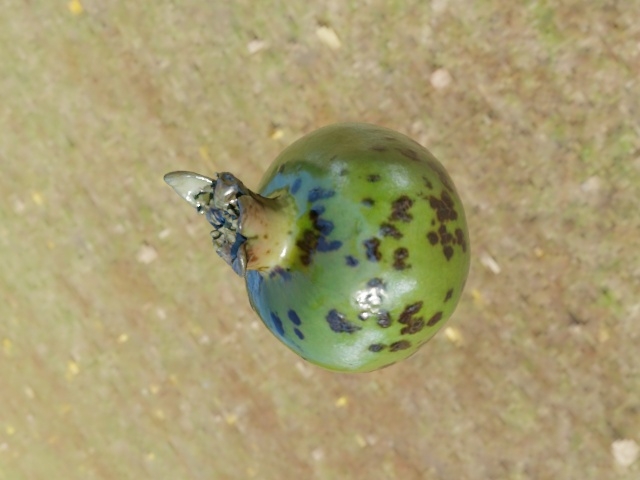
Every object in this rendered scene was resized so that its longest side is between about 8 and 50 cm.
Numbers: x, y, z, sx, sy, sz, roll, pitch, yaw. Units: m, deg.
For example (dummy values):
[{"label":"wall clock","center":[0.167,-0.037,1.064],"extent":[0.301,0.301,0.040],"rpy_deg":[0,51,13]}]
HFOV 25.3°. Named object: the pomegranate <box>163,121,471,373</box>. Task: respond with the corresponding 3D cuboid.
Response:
[{"label":"pomegranate","center":[0.000,0.000,0.673],"extent":[0.122,0.161,0.122],"rpy_deg":[-23,61,51]}]
